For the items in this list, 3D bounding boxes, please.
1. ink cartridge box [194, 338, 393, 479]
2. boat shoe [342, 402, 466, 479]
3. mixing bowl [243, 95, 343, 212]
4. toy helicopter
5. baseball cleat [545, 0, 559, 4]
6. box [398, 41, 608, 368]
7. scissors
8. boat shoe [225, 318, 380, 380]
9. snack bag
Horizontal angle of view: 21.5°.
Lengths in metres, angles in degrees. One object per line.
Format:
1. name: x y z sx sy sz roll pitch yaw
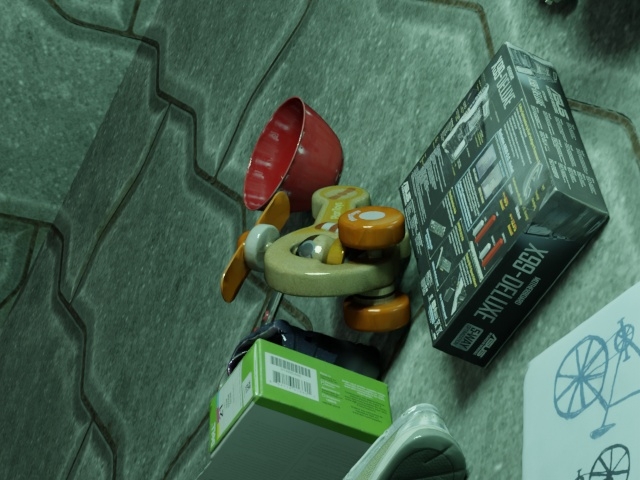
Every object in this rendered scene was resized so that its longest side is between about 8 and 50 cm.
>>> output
1. ink cartridge box: -0.057 0.260 2.058 0.255 0.189 0.097 -53 27 34
2. boat shoe: 0.043 0.324 1.874 0.320 0.118 0.103 -57 17 15
3. mixing bowl: -0.029 -0.112 2.485 0.181 0.098 0.181 -49 29 39
4. toy helicopter: 0.000 0.000 2.178 0.355 0.235 0.140 -76 -18 -70
5. baseball cleat: 0.274 -0.365 2.058 0.109 0.072 0.206 -54 28 16
6. box: 0.198 -0.046 1.913 0.242 0.077 0.307 -55 25 29
7. scissors: -0.081 0.133 2.481 0.297 0.021 0.109 -61 20 13
8. boat shoe: -0.071 0.199 2.194 0.340 0.158 0.127 -42 33 48
9. snack bag: 0.284 0.190 1.533 0.323 0.037 0.342 -43 31 47
